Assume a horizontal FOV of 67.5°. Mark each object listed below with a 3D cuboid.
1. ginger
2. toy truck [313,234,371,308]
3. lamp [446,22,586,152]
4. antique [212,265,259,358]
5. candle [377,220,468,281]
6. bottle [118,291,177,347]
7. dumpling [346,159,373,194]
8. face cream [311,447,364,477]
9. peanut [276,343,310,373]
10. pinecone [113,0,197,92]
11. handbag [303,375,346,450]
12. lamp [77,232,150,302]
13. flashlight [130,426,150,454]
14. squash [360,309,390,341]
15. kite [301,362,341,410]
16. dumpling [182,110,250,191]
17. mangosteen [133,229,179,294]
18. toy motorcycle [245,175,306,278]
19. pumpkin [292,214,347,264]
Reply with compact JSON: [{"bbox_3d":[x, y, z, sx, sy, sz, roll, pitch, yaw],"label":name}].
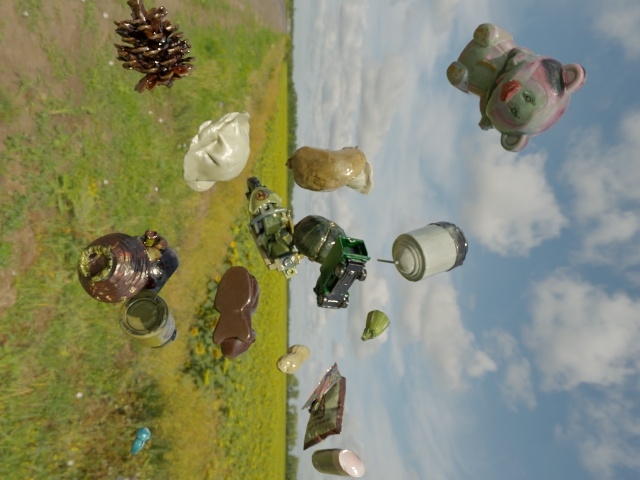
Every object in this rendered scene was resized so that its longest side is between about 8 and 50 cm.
[{"bbox_3d":[0.012,-0.226,1.509,0.152,0.267,0.138,-78,165,-55],"label":"ginger"},{"bbox_3d":[0.039,0.071,0.964,0.079,0.065,0.147,-106,-145,-46],"label":"toy truck"},{"bbox_3d":[0.500,-0.391,1.234,0.247,0.247,0.301,-52,-125,27],"label":"lamp"},{"bbox_3d":[-0.241,0.217,1.406,0.143,0.121,0.256,69,19,-68],"label":"antique"},{"bbox_3d":[0.436,0.053,2.001,0.221,0.343,0.221,35,-45,46],"label":"candle"},{"bbox_3d":[-0.647,0.323,1.846,0.351,0.172,0.171,109,-19,-68],"label":"bottle"},{"bbox_3d":[0.128,-0.290,1.952,0.124,0.229,0.151,-41,157,-38],"label":"dumpling"},{"bbox_3d":[0.053,0.760,1.638,0.073,0.107,0.269,-47,180,-31],"label":"face cream"},{"bbox_3d":[-0.102,0.445,1.799,0.187,0.082,0.082,-32,128,-60],"label":"peanut"},{"bbox_3d":[-0.419,-0.482,1.182,0.212,0.169,0.185,58,47,-23],"label":"pinecone"},{"bbox_3d":[0.018,0.652,1.801,0.213,0.127,0.235,-47,-160,35],"label":"handbag"},{"bbox_3d":[-0.684,0.090,1.582,0.247,0.247,0.246,180,-90,-86],"label":"lamp"},{"bbox_3d":[-0.674,0.744,1.775,0.129,0.051,0.051,-56,-163,21],"label":"flashlight"},{"bbox_3d":[0.221,0.369,1.987,0.132,0.105,0.105,-55,156,-46],"label":"squash"},{"bbox_3d":[0.020,0.430,1.417,0.241,0.014,0.183,-10,126,-62],"label":"kite"},{"bbox_3d":[-0.282,-0.242,1.285,0.258,0.147,0.193,-54,163,13],"label":"dumpling"},{"bbox_3d":[-0.734,0.093,2.059,0.287,0.233,0.287,-50,-176,5],"label":"mangosteen"},{"bbox_3d":[-0.177,-0.044,1.785,0.237,0.169,0.410,-149,-144,-76],"label":"toy motorcycle"},{"bbox_3d":[0.001,0.000,1.539,0.146,0.190,0.190,-42,-160,14],"label":"pumpkin"}]
